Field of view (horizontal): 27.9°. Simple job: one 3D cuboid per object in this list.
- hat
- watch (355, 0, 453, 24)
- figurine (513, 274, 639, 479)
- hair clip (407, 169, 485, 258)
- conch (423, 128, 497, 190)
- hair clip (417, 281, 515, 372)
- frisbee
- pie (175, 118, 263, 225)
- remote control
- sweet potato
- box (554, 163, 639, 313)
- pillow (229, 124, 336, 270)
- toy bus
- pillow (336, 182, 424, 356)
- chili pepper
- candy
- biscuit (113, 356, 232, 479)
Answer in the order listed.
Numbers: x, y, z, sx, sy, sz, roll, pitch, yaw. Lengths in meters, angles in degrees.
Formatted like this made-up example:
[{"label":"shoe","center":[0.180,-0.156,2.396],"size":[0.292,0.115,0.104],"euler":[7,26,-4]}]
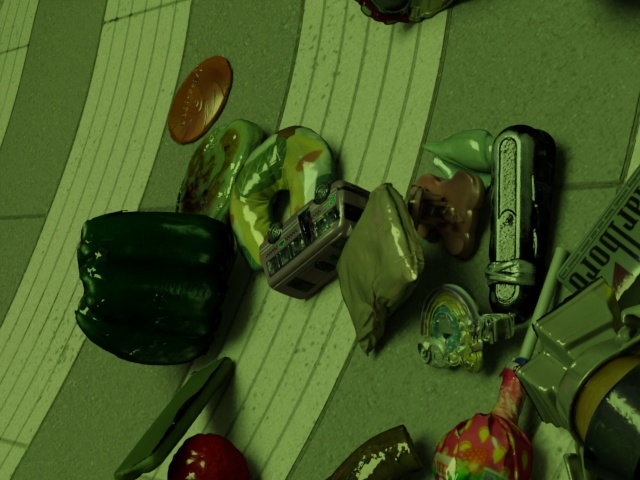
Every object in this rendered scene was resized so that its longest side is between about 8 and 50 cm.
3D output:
[{"label":"hat","center":[-0.211,0.437,1.880],"size":[0.274,0.242,0.332],"euler":[4,45,35]},{"label":"watch","center":[0.151,-0.422,1.986],"size":[0.268,0.164,0.102],"euler":[-17,55,56]},{"label":"figurine","center":[0.331,0.184,1.378],"size":[0.308,0.143,0.309],"euler":[171,90,-71]},{"label":"hair clip","center":[0.172,-0.044,1.806],"size":[0.138,0.102,0.123],"euler":[-60,-22,-82]},{"label":"conch","center":[0.221,-0.114,1.802],"size":[0.180,0.088,0.065],"euler":[4,26,43]},{"label":"hair clip","center":[0.180,0.111,1.675],"size":[0.172,0.049,0.116],"euler":[-1,86,56]},{"label":"frisbee","center":[-0.246,-0.281,2.527],"size":[0.192,0.035,0.192],"euler":[-31,46,38]},{"label":"pie","center":[-0.184,-0.110,2.309],"size":[0.240,0.054,0.241],"euler":[-38,38,38]},{"label":"remote control","center":[0.252,-0.027,1.675],"size":[0.090,0.066,0.266],"euler":[-12,65,50]},{"label":"sweet potato","center":[0.035,0.345,1.717],"size":[0.286,0.085,0.112],"euler":[-47,2,38]},{"label":"box","center":[0.370,0.003,1.544],"size":[0.177,0.036,0.115],"euler":[-55,36,10]},{"label":"pillow","center":[-0.062,-0.077,2.124],"size":[0.233,0.086,0.214],"euler":[-32,55,32]},{"label":"toy bus","center":[0.000,0.000,1.969],"size":[0.199,0.096,0.108],"euler":[-39,45,33]},{"label":"pillow","center":[0.079,0.042,1.783],"size":[0.270,0.067,0.173],"euler":[113,147,-56]},{"label":"chili pepper","center":[-0.280,0.063,2.137],"size":[0.233,0.256,0.249],"euler":[115,157,-47]},{"label":"candy","center":[0.238,0.165,1.566],"size":[0.124,0.124,0.365],"euler":[-7,53,50]},{"label":"biscuit","center":[-0.219,0.272,1.977],"size":[0.099,0.038,0.322],"euler":[-33,10,26]}]
